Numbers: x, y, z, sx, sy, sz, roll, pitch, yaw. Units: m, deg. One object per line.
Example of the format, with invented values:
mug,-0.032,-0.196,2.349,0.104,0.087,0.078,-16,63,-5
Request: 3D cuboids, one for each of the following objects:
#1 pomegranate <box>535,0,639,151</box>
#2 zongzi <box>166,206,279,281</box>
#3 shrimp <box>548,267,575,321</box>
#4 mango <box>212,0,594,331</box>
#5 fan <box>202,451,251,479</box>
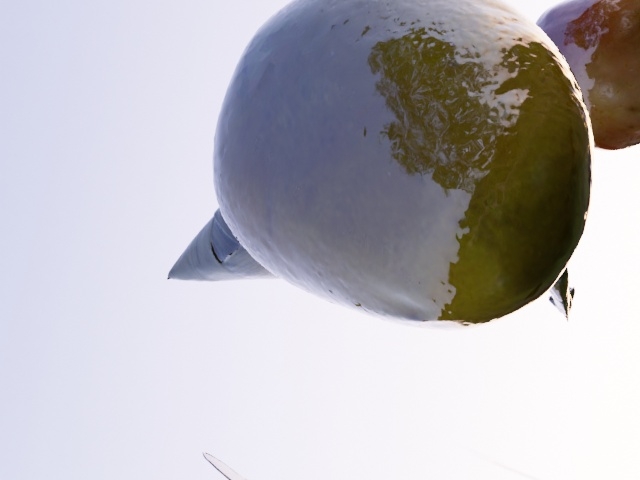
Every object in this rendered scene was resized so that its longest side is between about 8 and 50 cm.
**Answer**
pomegranate,0.346,-0.210,1.221,0.209,0.209,0.209,-32,-50,-48
zongzi,0.000,0.000,1.195,0.273,0.300,0.145,16,-129,-29
shrimp,0.202,-0.008,0.912,0.217,0.051,0.150,-61,-47,-70
mango,0.049,-0.064,0.697,0.182,0.365,0.253,31,-80,-28
fan,-0.069,0.209,0.874,0.080,0.060,0.003,41,-95,-35
